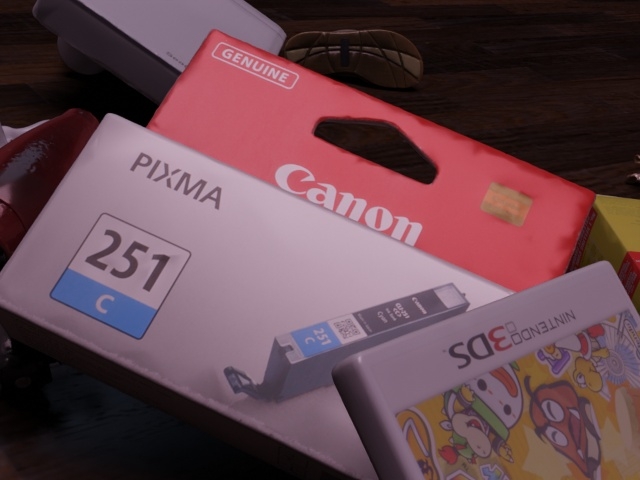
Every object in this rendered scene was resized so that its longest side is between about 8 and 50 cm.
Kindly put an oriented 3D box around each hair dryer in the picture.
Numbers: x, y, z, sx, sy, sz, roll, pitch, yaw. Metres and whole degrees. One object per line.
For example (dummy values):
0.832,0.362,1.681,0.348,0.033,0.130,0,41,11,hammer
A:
-0.162,0.001,0.746,0.223,0.080,0.293,-3,44,-32,hair dryer

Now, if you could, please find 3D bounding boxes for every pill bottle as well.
-0.254,-0.243,1.181,0.078,0.078,0.137,10,26,0,pill bottle

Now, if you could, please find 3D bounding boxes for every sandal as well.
0.043,-0.235,1.304,0.180,0.072,0.049,4,5,-5,sandal

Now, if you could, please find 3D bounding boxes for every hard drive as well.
-0.162,-0.245,1.159,0.233,0.047,0.353,34,24,-10,hard drive

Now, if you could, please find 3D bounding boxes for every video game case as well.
0.130,0.132,0.487,0.206,0.026,0.227,-15,74,-41,video game case

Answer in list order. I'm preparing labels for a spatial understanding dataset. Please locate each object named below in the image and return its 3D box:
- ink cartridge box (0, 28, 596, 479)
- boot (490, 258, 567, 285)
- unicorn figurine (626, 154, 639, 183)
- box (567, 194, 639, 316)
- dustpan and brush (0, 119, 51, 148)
0.000,0.000,0.611,0.296,0.066,0.261,24,65,8,ink cartridge box
0.152,0.013,0.782,0.112,0.115,0.305,12,25,6,boot
0.400,-0.070,1.116,0.111,0.060,0.162,5,43,-12,unicorn figurine
0.250,0.050,0.776,0.058,0.087,0.232,7,27,-6,box
-0.310,-0.096,0.905,0.147,0.060,0.211,16,30,40,dustpan and brush
